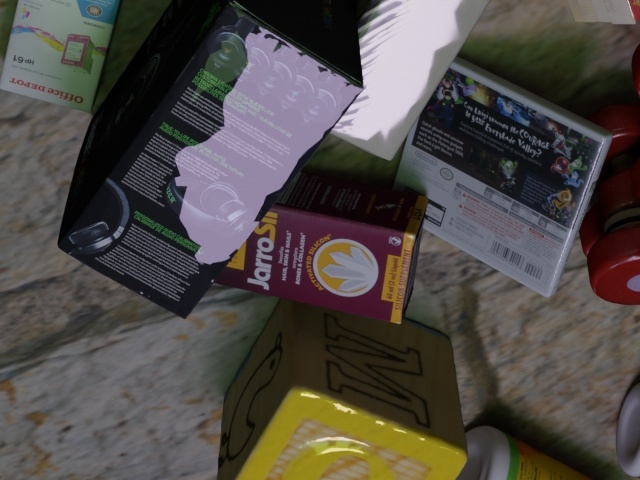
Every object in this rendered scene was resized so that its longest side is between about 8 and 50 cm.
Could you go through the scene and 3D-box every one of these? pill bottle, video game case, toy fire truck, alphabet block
[{"bbox_3d":[0.415,0.214,1.541,0.184,0.103,0.103,12,120,-8],"label":"pill bottle"},{"bbox_3d":[0.162,-0.063,1.357,0.190,0.022,0.173,31,124,26],"label":"video game case"},{"bbox_3d":[0.380,-0.054,1.316,0.254,0.169,0.302,7,148,-15],"label":"toy fire truck"},{"bbox_3d":[0.018,0.188,1.464,0.193,0.197,0.192,22,118,-13],"label":"alphabet block"},{"bbox_3d":[0.248,0.311,1.577,0.245,0.136,0.136,29,116,-17],"label":"pill bottle"}]

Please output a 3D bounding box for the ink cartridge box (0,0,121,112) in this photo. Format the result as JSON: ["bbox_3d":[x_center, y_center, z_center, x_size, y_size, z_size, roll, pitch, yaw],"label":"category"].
[{"bbox_3d":[-0.234,-0.187,1.321,0.088,0.052,0.122,14,121,-10],"label":"ink cartridge box"}]

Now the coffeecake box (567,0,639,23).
[{"bbox_3d":[0.266,-0.288,1.200,0.185,0.068,0.142,-42,122,-26],"label":"coffeecake box"}]

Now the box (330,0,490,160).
[{"bbox_3d":[0.087,-0.216,1.277,0.094,0.113,0.275,24,116,-13],"label":"box"}]

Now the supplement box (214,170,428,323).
[{"bbox_3d":[0.000,0.000,1.397,0.188,0.081,0.104,12,121,8],"label":"supplement box"}]

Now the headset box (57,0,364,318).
[{"bbox_3d":[-0.086,-0.123,1.248,0.131,0.246,0.283,31,116,-18],"label":"headset box"}]
